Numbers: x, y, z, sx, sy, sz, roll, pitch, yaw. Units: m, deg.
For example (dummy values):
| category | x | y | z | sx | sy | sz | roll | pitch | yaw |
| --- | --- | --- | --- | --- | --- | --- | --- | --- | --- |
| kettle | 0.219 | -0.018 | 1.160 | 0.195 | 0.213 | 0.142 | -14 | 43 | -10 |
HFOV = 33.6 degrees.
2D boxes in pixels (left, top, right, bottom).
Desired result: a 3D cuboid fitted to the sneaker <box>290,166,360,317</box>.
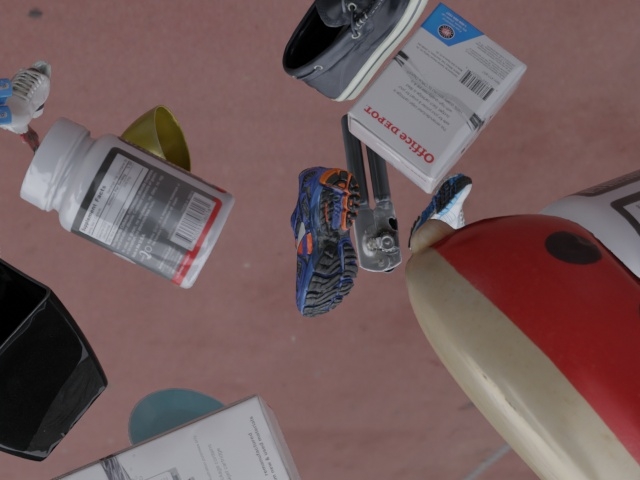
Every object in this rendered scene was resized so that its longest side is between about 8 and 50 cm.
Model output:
| category | x | y | z | sx | sy | sz | roll | pitch | yaw |
| --- | --- | --- | --- | --- | --- | --- | --- | --- | --- |
| sneaker | 0.000 | 0.000 | 1.426 | 0.083 | 0.087 | 0.221 | -5 | 114 | -34 |

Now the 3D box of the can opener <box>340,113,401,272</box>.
| category | x | y | z | sx | sy | sz | roll | pitch | yaw |
| --- | --- | --- | --- | --- | --- | --- | --- | --- | --- |
| can opener | 0.090 | -0.082 | 1.866 | 0.076 | 0.284 | 0.095 | -9 | 175 | 7 |

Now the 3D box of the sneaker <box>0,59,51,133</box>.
| category | x | y | z | sx | sy | sz | roll | pitch | yaw |
| --- | --- | --- | --- | --- | --- | --- | --- | --- | --- |
| sneaker | -0.545 | -0.264 | 1.918 | 0.090 | 0.235 | 0.095 | 27 | 110 | -13 |

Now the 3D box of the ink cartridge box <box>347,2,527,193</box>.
| category | x | y | z | sx | sy | sz | roll | pitch | yaw |
| --- | --- | --- | --- | --- | --- | --- | --- | --- | --- |
| ink cartridge box | 0.153 | -0.188 | 1.418 | 0.148 | 0.203 | 0.086 | 39 | 173 | 8 |

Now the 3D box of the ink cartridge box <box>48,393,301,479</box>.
| category | x | y | z | sx | sy | sz | roll | pitch | yaw |
| --- | --- | --- | --- | --- | --- | --- | --- | --- | --- |
| ink cartridge box | -0.169 | 0.276 | 1.142 | 0.283 | 0.117 | 0.207 | -22 | 168 | -3 |

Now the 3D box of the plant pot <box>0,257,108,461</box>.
| category | x | y | z | sx | sy | sz | roll | pitch | yaw |
| --- | --- | --- | --- | --- | --- | --- | --- | --- | --- |
| plant pot | -0.372 | 0.154 | 1.277 | 0.187 | 0.188 | 0.167 | 20 | 156 | 48 |

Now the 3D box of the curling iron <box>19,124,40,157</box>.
| category | x | y | z | sx | sy | sz | roll | pitch | yaw |
| --- | --- | --- | --- | --- | --- | --- | --- | --- | --- |
| curling iron | -0.600 | -0.200 | 2.179 | 0.035 | 0.274 | 0.068 | 4 | 113 | -28 |

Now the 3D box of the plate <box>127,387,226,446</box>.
| category | x | y | z | sx | sy | sz | roll | pitch | yaw |
| --- | --- | --- | --- | --- | --- | --- | --- | --- | --- |
| plate | -0.178 | 0.281 | 1.463 | 0.188 | 0.188 | 0.024 | 12 | 126 | -26 |

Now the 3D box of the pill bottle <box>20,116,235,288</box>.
| category | x | y | z | sx | sy | sz | roll | pitch | yaw |
| --- | --- | --- | --- | --- | --- | --- | --- | --- | --- |
| pill bottle | -0.286 | -0.059 | 1.575 | 0.283 | 0.161 | 0.161 | 27 | 143 | -7 |

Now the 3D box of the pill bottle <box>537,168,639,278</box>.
| category | x | y | z | sx | sy | sz | roll | pitch | yaw |
| --- | --- | --- | --- | --- | --- | --- | --- | --- | --- |
| pill bottle | 0.376 | 0.028 | 1.281 | 0.363 | 0.210 | 0.210 | -19 | 157 | -26 |

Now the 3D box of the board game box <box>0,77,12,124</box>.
| category | x | y | z | sx | sy | sz | roll | pitch | yaw |
| --- | --- | --- | --- | --- | --- | --- | --- | --- | --- |
| board game box | -0.604 | -0.111 | 1.727 | 0.050 | 0.390 | 0.390 | -15 | 117 | -41 |

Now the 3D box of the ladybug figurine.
| category | x | y | z | sx | sy | sz | roll | pitch | yaw |
| --- | --- | --- | --- | --- | --- | --- | --- | --- | --- |
| ladybug figurine | 0.259 | 0.133 | 0.912 | 0.449 | 0.305 | 0.162 | 44 | 103 | -3 |

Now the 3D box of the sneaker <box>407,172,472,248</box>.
| category | x | y | z | sx | sy | sz | roll | pitch | yaw |
| --- | --- | --- | --- | --- | --- | --- | --- | --- | --- |
| sneaker | 0.229 | -0.044 | 1.867 | 0.083 | 0.071 | 0.191 | 18 | 137 | -13 |

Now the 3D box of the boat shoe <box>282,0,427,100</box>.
| category | x | y | z | sx | sy | sz | roll | pitch | yaw |
| --- | --- | --- | --- | --- | --- | --- | --- | --- | --- |
| boat shoe | 0.071 | -0.422 | 1.814 | 0.156 | 0.187 | 0.500 | 12 | 147 | -19 |

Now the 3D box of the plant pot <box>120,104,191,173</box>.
| category | x | y | z | sx | sy | sz | roll | pitch | yaw |
| --- | --- | --- | --- | --- | --- | --- | --- | --- | --- |
| plant pot | -0.291 | -0.152 | 1.797 | 0.095 | 0.134 | 0.134 | -17 | 148 | 14 |
